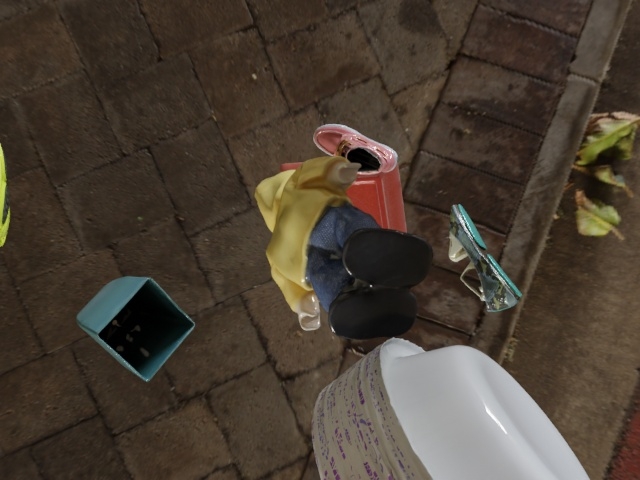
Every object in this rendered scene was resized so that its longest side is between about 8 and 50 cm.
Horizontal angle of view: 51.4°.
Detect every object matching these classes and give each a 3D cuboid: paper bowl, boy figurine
[{"bbox_3d":[0.136,0.210,0.600,0.148,0.284,0.284,-42,88,15],"label":"paper bowl"},{"bbox_3d":[0.000,0.000,0.669,0.092,0.285,0.177,6,106,-21],"label":"boy figurine"}]

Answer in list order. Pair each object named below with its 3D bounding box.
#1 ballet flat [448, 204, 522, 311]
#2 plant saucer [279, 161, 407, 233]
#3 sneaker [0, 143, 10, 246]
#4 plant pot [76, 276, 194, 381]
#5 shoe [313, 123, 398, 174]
[{"bbox_3d":[0.236,0.029,1.034,0.070,0.070,0.188,-25,60,-2],"label":"ballet flat"},{"bbox_3d":[0.047,-0.042,1.410,0.259,0.047,0.258,-1,114,21],"label":"plant saucer"},{"bbox_3d":[-0.382,-0.088,0.607,0.124,0.109,0.295,-27,62,-41],"label":"sneaker"},{"bbox_3d":[-0.444,0.186,1.521,0.165,0.234,0.165,-52,122,-24],"label":"plant pot"},{"bbox_3d":[0.054,-0.173,1.253,0.178,0.081,0.063,24,110,20],"label":"shoe"}]
